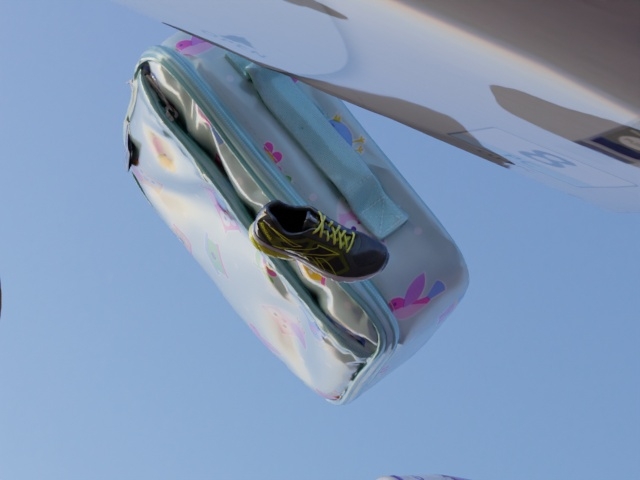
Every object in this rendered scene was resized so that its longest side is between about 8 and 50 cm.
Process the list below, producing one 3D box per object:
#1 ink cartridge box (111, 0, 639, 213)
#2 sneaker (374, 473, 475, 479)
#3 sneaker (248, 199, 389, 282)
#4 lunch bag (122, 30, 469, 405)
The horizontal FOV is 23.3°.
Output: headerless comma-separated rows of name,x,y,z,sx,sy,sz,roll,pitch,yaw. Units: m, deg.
ink cartridge box,0.022,-0.096,0.335,0.308,0.091,0.385,23,-3,-12
sneaker,0.060,0.270,0.868,0.102,0.282,0.161,-23,-29,36
sneaker,0.000,0.000,0.896,0.083,0.031,0.035,13,-31,-3
lunch bag,-0.028,-0.027,1.085,0.279,0.108,0.224,49,-19,8
